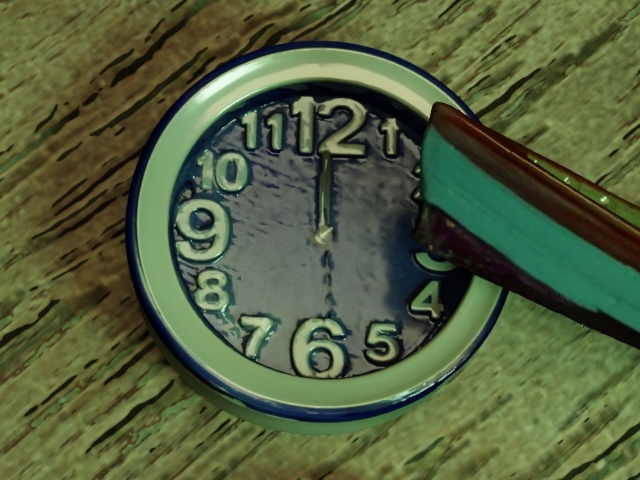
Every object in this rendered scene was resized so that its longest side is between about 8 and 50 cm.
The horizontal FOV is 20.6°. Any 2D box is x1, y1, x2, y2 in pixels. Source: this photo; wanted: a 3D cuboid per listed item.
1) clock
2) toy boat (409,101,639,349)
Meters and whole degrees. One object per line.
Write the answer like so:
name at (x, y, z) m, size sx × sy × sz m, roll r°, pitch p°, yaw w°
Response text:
clock at (0.000, 0.000, 1.054) m, size 0.230 × 0.083 × 0.230 m, roll 1°, pitch 73°, yaw -3°
toy boat at (0.219, 0.032, 1.013) m, size 0.392 × 0.136 × 0.079 m, roll 23°, pitch 103°, yaw -16°
